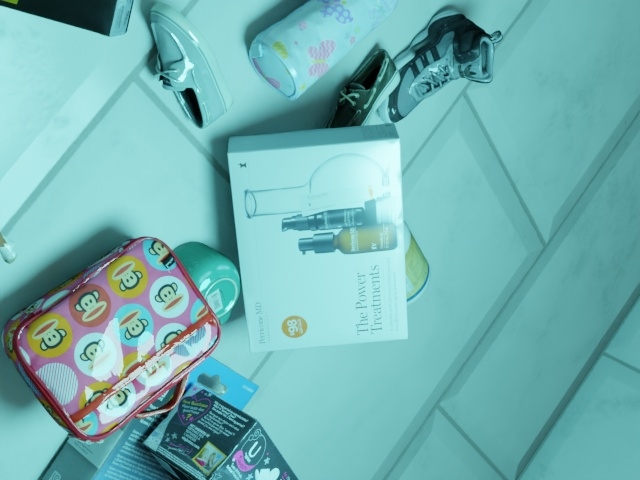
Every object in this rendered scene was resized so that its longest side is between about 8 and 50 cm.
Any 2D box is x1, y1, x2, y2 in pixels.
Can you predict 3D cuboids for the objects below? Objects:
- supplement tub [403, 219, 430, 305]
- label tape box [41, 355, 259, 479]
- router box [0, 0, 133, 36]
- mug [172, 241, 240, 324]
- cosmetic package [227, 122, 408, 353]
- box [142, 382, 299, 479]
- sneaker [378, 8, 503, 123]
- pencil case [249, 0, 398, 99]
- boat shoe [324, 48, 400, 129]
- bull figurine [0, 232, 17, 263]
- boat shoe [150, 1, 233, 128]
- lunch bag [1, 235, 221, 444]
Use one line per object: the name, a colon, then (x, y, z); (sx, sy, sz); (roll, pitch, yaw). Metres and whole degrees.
supplement tub: (0.124, 0.031, 1.995); (0.144, 0.144, 0.199); (-50, 139, -14)
label tape box: (-0.290, 0.336, 1.750); (0.333, 0.106, 0.240); (-57, 141, -8)
router box: (-0.320, -0.420, 1.177); (0.081, 0.243, 0.308); (-74, 180, -75)
mug: (-0.191, 0.082, 1.716); (0.158, 0.097, 0.129); (19, 97, -50)
cosmetic package: (0.000, 0.000, 1.727); (0.284, 0.097, 0.377); (-5, 114, 0)
box: (-0.159, 0.382, 1.708); (0.142, 0.163, 0.247); (-49, 140, -22)
sneaker: (0.230, -0.317, 1.899); (0.268, 0.153, 0.101); (-52, 140, -12)
pencil case: (0.007, -0.357, 1.666); (0.273, 0.113, 0.124); (-46, 133, -19)
boat shoe: (0.062, -0.254, 1.822); (0.219, 0.078, 0.070); (-56, 142, -20)
bull figurine: (-0.547, 0.072, 1.322); (0.310, 0.101, 0.188); (-56, 145, -4)
boat shoe: (-0.205, -0.255, 1.519); (0.081, 0.079, 0.227); (-52, 143, -19)
lunch bag: (-0.308, 0.162, 1.544); (0.293, 0.120, 0.258); (-39, 106, -25)
